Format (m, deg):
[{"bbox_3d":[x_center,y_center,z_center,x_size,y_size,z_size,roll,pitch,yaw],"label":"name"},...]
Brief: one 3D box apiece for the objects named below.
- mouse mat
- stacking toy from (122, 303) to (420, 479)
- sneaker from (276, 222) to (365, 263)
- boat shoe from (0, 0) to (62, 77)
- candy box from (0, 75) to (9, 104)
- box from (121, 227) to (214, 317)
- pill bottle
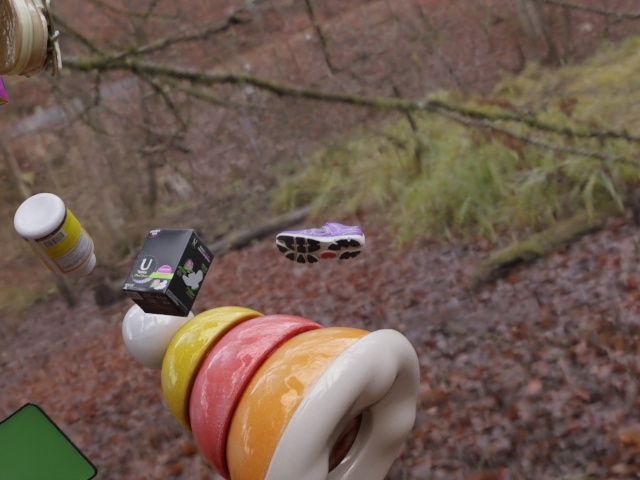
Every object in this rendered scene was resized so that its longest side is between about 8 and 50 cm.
[{"bbox_3d":[-0.444,0.337,1.443,0.189,0.153,0.007,-34,15,15],"label":"mouse mat"},{"bbox_3d":[-0.123,0.208,1.473,0.479,0.351,0.350,27,37,28],"label":"stacking toy"},{"bbox_3d":[0.000,0.000,1.866,0.169,0.068,0.071,0,39,1],"label":"sneaker"},{"bbox_3d":[-0.357,-0.257,1.185,0.089,0.105,0.285,8,17,-26],"label":"boat shoe"},{"bbox_3d":[-0.555,-0.189,1.282,0.233,0.071,0.159,-21,-8,6],"label":"candy box"},{"bbox_3d":[-0.166,0.034,1.070,0.062,0.052,0.083,3,56,30],"label":"box"},{"bbox_3d":[-0.585,-0.002,2.180,0.117,0.215,0.117,-7,55,11],"label":"pill bottle"}]
